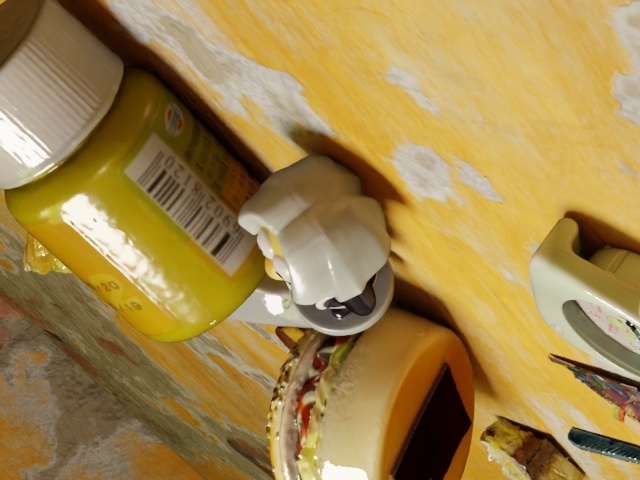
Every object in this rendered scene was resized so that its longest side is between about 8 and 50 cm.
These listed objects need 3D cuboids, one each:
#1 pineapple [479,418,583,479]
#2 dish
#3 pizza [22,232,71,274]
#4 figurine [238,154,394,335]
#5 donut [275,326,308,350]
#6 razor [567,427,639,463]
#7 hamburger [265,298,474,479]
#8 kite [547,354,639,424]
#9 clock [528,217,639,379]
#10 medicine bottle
[{"bbox_3d":[0.259,0.277,2.049,0.137,0.069,0.116,35,165,13],"label":"pineapple"},{"bbox_3d":[-0.067,0.047,1.998,0.229,0.081,0.229,7,167,2],"label":"dish"},{"bbox_3d":[-0.213,-0.026,2.066,0.288,0.075,0.280,18,124,-10],"label":"pizza"},{"bbox_3d":[0.000,0.000,1.712,0.176,0.133,0.236,52,176,20],"label":"figurine"},{"bbox_3d":[0.029,0.152,2.179,0.184,0.073,0.166,42,164,-16],"label":"donut"},{"bbox_3d":[0.342,0.242,1.851,0.066,0.033,0.190,44,168,-25],"label":"razor"},{"bbox_3d":[0.056,0.206,1.903,0.176,0.300,0.300,8,151,29],"label":"hamburger"},{"bbox_3d":[0.321,0.172,1.725,0.190,0.010,0.159,37,166,7],"label":"kite"},{"bbox_3d":[0.276,0.066,1.425,0.191,0.062,0.151,29,162,25],"label":"clock"},{"bbox_3d":[-0.237,-0.080,1.808,0.384,0.224,0.224,45,163,-29],"label":"medicine bottle"}]
